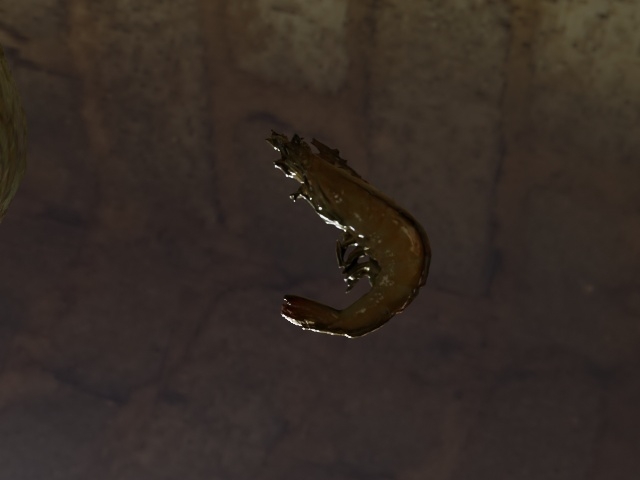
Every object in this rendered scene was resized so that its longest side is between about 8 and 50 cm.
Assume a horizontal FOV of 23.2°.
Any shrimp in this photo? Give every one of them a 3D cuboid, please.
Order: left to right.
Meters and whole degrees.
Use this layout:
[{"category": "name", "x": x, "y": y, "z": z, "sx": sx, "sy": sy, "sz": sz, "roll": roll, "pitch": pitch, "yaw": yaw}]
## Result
[{"category": "shrimp", "x": 0.000, "y": 0.000, "z": 1.190, "sx": 0.124, "sy": 0.178, "sz": 0.034, "roll": -53, "pitch": -20, "yaw": 7}]

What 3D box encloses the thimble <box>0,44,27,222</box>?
[{"category": "thimble", "x": -0.245, "y": -0.079, "z": 0.922, "sx": 0.143, "sy": 0.137, "sz": 0.190, "roll": 102, "pitch": 173, "yaw": -80}]
